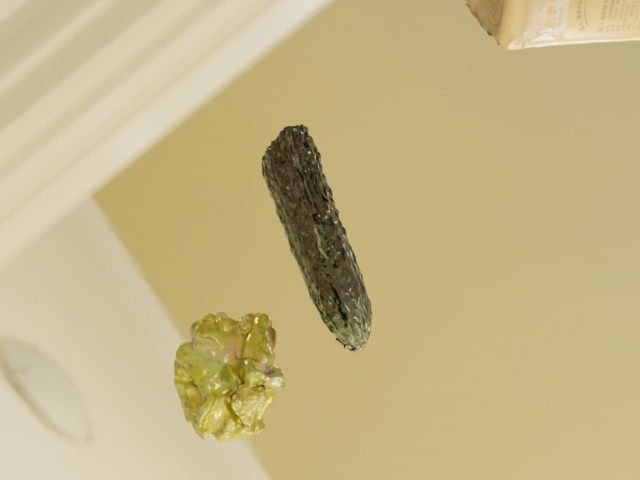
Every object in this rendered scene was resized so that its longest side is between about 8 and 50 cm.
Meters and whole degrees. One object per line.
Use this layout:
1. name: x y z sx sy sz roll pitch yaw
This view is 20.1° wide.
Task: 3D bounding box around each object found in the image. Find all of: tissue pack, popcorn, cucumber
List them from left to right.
1. popcorn: -0.100 0.152 2.019 0.126 0.126 0.145 72 -168 -63
2. cucumber: -0.001 0.000 2.073 0.077 0.077 0.265 36 -148 -71
3. tissue pack: 0.266 -0.388 1.922 0.238 0.238 0.305 -121 31 -51
